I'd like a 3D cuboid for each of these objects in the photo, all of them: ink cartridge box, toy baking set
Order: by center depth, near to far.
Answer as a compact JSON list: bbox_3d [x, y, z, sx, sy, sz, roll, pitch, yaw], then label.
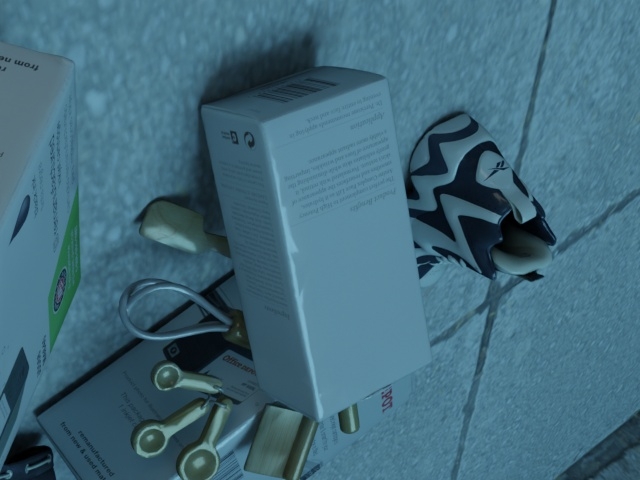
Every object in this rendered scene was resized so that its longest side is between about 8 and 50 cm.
[{"bbox_3d":[-0.214,0.057,0.628,0.198,0.115,0.272,103,2,-53],"label":"ink cartridge box"},{"bbox_3d":[-0.057,0.085,0.989,0.197,0.030,0.256,-12,110,-25],"label":"toy baking set"},{"bbox_3d":[-0.072,0.150,1.152,0.307,0.129,0.223,-36,154,-15],"label":"ink cartridge box"}]

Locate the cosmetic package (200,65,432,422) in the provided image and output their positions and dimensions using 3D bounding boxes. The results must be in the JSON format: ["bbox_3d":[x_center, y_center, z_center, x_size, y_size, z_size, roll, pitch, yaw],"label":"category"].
[{"bbox_3d":[0.000,0.000,0.925,0.117,0.085,0.231,-22,115,-31],"label":"cosmetic package"}]

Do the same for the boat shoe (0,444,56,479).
[{"bbox_3d":[-0.286,0.188,1.006,0.206,0.075,0.065,20,73,-57],"label":"boat shoe"}]

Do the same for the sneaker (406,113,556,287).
[{"bbox_3d":[0.147,0.006,1.214,0.094,0.153,0.235,-24,150,-31],"label":"sneaker"}]
